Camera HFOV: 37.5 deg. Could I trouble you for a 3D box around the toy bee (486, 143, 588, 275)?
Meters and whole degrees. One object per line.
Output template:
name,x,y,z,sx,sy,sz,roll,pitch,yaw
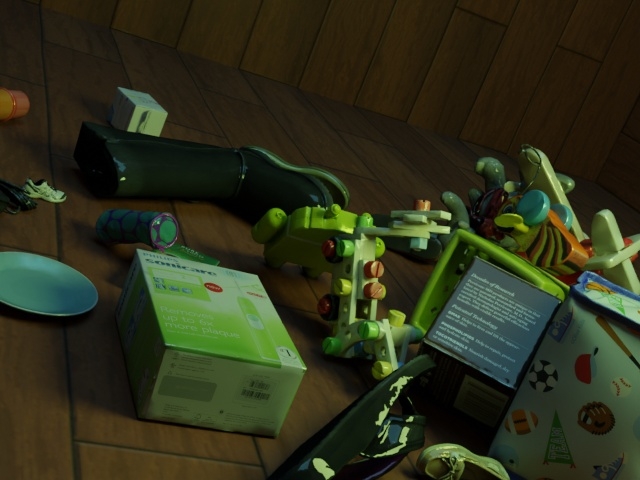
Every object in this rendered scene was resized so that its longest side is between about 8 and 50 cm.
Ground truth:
toy bee,0.416,-0.026,1.865,0.195,0.162,0.298,37,31,-16

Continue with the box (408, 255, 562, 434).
box,0.271,0.175,1.569,0.167,0.168,0.203,27,55,15

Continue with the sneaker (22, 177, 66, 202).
sneaker,-0.512,-0.095,1.758,0.083,0.037,0.032,10,20,-36

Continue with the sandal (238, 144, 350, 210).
sandal,-0.076,-0.130,2.276,0.302,0.120,0.086,21,46,1

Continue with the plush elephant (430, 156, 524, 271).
plush elephant,0.388,-0.040,2.330,0.255,0.330,0.272,-11,17,-20

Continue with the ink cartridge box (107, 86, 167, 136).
ink cartridge box,-0.448,-0.302,2.317,0.089,0.092,0.143,8,25,-39

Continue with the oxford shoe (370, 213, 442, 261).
oxford shoe,0.199,0.003,2.275,0.212,0.076,0.076,28,-11,24

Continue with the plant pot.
plant pot,0.347,0.133,1.823,0.207,0.228,0.227,11,20,-47

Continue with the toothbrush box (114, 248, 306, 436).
toothbrush box,-0.168,0.142,1.360,0.206,0.122,0.283,14,19,-24

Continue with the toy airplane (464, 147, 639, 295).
toy airplane,0.534,0.035,2.038,0.384,0.386,0.272,31,32,22

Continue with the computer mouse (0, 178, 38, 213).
computer mouse,-0.606,-0.089,1.580,0.188,0.072,0.272,25,19,4

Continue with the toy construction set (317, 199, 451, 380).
toy construction set,0.098,0.078,1.598,0.151,0.328,0.215,25,-15,-31

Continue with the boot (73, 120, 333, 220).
boot,-0.242,-0.120,1.957,0.445,0.146,0.367,8,15,-43

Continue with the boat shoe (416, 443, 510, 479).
boat shoe,0.210,0.335,1.360,0.153,0.056,0.048,22,12,-24

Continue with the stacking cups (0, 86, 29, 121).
stacking cups,-0.716,-0.280,1.955,0.096,0.096,0.316,27,18,15

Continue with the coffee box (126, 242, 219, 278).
coffee box,-0.251,0.058,1.622,0.113,0.040,0.184,21,19,2

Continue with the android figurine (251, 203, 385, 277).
android figurine,0.000,0.000,1.781,0.248,0.273,0.056,15,64,-19

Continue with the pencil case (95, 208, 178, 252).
pencil case,-0.321,-0.018,1.646,0.151,0.070,0.064,3,-19,38

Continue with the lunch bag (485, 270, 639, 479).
lunch bag,0.498,0.276,1.428,0.385,0.328,0.239,26,17,18

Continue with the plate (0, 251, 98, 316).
plate,-0.428,0.071,1.413,0.188,0.024,0.188,19,19,-7

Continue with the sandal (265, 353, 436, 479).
sandal,0.049,0.278,1.235,0.107,0.167,0.445,51,32,6
